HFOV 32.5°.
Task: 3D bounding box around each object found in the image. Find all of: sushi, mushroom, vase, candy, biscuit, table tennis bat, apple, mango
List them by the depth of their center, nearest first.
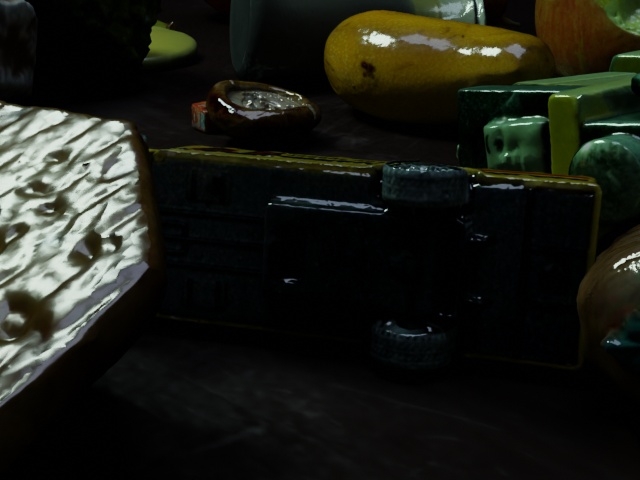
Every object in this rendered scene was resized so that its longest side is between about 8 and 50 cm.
[{"bbox_3d":[-0.242,0.034,0.553,0.359,0.046,0.359,-11,34,7],"label":"biscuit"},{"bbox_3d":[-0.060,-0.133,1.155,0.123,0.052,0.123,11,24,-5],"label":"mushroom"},{"bbox_3d":[-0.446,-0.205,1.205,0.290,0.157,0.214,3,1,27],"label":"candy"},{"bbox_3d":[0.131,-0.185,1.220,0.295,0.120,0.177,19,19,39],"label":"mango"},{"bbox_3d":[-0.379,-0.337,1.361,0.294,0.178,0.352,3,-17,37],"label":"sushi"},{"bbox_3d":[0.397,-0.301,1.391,0.246,0.226,0.246,-2,20,1],"label":"apple"},{"bbox_3d":[0.049,-0.286,1.454,0.321,0.173,0.173,1,19,-16],"label":"vase"},{"bbox_3d":[-0.347,-0.300,1.643,0.369,0.054,0.224,21,29,35],"label":"table tennis bat"}]

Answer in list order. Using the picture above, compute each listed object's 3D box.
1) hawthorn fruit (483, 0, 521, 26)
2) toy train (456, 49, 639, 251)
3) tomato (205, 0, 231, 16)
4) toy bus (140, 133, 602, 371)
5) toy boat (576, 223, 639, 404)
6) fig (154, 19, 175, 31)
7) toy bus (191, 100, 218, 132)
[{"bbox_3d":[0.183,-0.378,1.670,0.262,0.210,0.210,20,22,6],"label":"hawthorn fruit"},{"bbox_3d":[0.291,-0.084,0.890,0.397,0.160,0.253,-16,18,-39],"label":"toy train"},{"bbox_3d":[-0.131,-0.542,1.969,0.299,0.298,0.226,-18,60,-42],"label":"tomato"},{"bbox_3d":[0.000,0.000,0.687,0.336,0.121,0.123,6,11,15],"label":"toy bus"},{"bbox_3d":[0.229,0.023,0.646,0.099,0.108,0.293,-2,11,38],"label":"toy boat"},{"bbox_3d":[-0.352,-0.409,1.804,0.148,0.142,0.186,-9,-12,39],"label":"fig"},{"bbox_3d":[-0.089,-0.143,1.221,0.110,0.031,0.043,-14,26,-31],"label":"toy bus"}]
